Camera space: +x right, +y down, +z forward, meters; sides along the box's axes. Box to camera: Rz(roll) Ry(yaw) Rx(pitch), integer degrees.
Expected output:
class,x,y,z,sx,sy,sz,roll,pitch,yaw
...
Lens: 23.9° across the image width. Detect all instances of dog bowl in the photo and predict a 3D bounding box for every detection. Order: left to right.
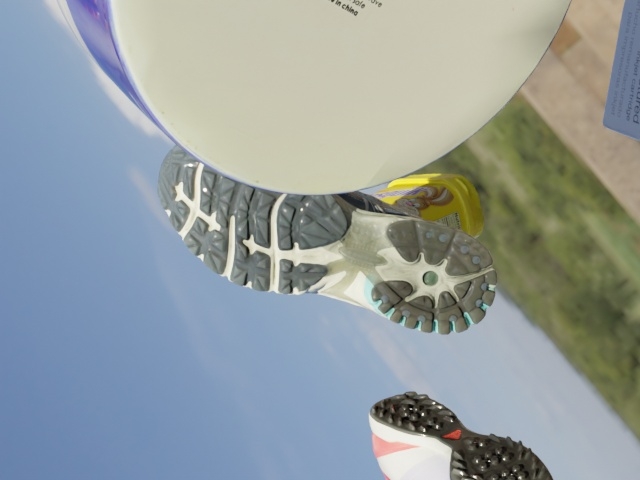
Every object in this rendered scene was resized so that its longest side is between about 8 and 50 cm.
class,x,y,z,sx,sy,sz,roll,pitch,yaw
dog bowl,0.001,-0.160,0.760,0.265,0.265,0.104,46,180,-39

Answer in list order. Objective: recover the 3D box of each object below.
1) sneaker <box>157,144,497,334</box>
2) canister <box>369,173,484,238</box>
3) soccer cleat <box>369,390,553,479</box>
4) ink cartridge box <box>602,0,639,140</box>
class,x,y,z,sx,sy,sz,roll,pitch,yaw
sneaker,0.000,0.000,1.231,0.283,0.110,0.122,24,-177,-3
canister,0.061,-0.008,1.526,0.126,0.170,0.073,2,111,54
soccer cleat,0.167,0.281,1.769,0.318,0.108,0.116,26,127,54
ink cartridge box,0.344,-0.151,1.064,0.131,0.226,0.306,3,-166,-21
